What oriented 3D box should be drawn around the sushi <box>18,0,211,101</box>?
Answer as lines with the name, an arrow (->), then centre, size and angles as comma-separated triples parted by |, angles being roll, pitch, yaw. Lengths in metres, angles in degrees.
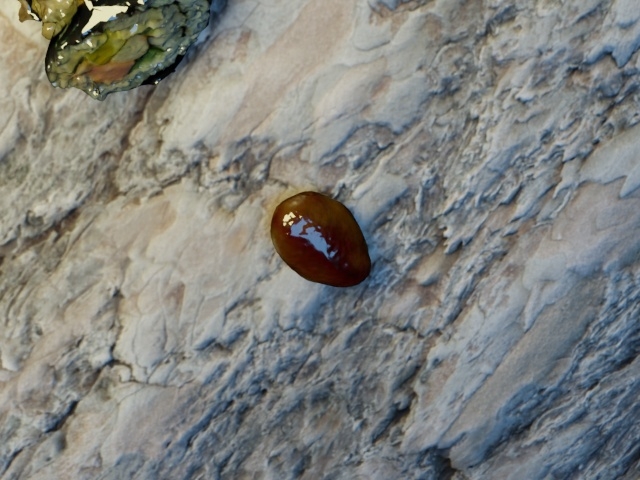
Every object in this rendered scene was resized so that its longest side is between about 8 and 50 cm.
sushi -> -0.254, -0.300, 1.831 | 0.238, 0.219, 0.225 | -33, 168, -17

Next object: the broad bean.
broad bean -> 0.000, 0.000, 2.170 | 0.114, 0.084, 0.165 | -45, 120, -13
